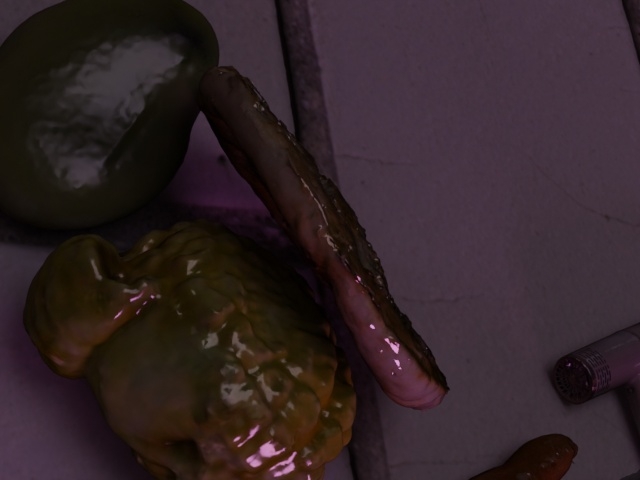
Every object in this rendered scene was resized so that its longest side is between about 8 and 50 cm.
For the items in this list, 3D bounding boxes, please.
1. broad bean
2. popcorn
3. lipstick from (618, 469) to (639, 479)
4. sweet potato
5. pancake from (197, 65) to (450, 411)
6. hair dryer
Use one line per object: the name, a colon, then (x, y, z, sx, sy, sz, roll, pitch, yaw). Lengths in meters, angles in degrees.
broad bean: (-0.196, -0.121, 1.584, 0.189, 0.121, 0.263, 40, 51, -4)
popcorn: (-0.092, 0.092, 1.505, 0.286, 0.174, 0.225, 44, 34, 1)
lipstick: (0.285, 0.390, 1.646, 0.076, 0.080, 0.371, 29, 52, -20)
sweet potato: (0.172, 0.228, 1.684, 0.195, 0.056, 0.056, -21, 77, -34)
pancake: (0.002, -0.001, 1.550, 0.065, 0.356, 0.356, -34, 85, -3)
hair dryer: (0.355, 0.187, 1.829, 0.195, 0.053, 0.220, -19, 77, -41)
